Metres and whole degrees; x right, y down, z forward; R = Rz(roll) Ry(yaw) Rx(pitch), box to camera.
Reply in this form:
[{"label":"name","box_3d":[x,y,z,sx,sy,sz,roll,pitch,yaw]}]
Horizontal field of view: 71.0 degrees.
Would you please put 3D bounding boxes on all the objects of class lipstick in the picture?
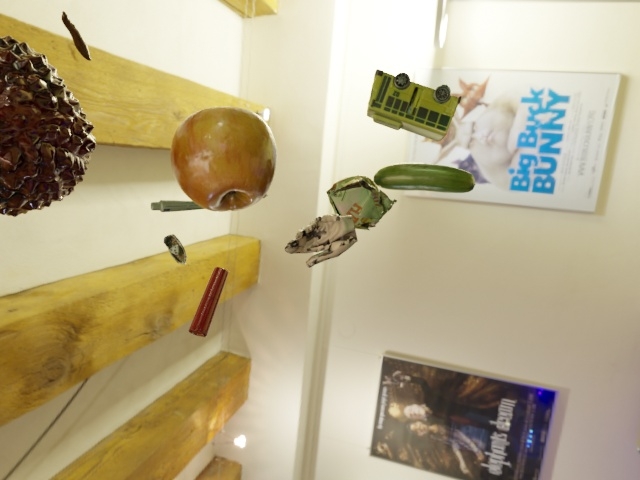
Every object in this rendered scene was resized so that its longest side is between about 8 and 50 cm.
[{"label":"lipstick","box_3d":[-0.434,0.239,1.754,0.073,0.073,0.280,75,-154,-55]}]

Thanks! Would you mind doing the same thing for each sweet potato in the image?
[{"label":"sweet potato","box_3d":[-0.535,-0.446,0.980,0.115,0.026,0.026,78,-155,-54]}]

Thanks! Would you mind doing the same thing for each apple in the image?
[{"label":"apple","box_3d":[-0.242,-0.203,1.156,0.286,0.286,0.233,36,-138,-72]}]

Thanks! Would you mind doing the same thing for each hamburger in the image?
[{"label":"hamburger","box_3d":[0.156,-0.137,1.622,0.214,0.235,0.125,56,-156,-32]}]

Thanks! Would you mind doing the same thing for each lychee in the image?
[{"label":"lychee","box_3d":[-0.762,-0.262,1.034,0.424,0.500,0.425,-23,-62,-53]}]

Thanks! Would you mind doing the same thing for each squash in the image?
[{"label":"squash","box_3d":[0.297,-0.182,1.297,0.082,0.292,0.082,5,-90,-73]}]

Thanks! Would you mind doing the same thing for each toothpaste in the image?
[{"label":"toothpaste","box_3d":[-0.523,-0.140,1.795,0.296,0.074,0.048,-5,-77,-35]}]

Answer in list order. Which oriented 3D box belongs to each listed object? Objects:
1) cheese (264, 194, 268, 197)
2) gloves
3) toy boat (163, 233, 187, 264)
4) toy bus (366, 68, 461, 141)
[{"label":"cheese","box_3d":[-0.263,-0.189,1.813,0.067,0.120,0.026,26,-108,-57]},{"label":"gloves","box_3d":[0.000,-0.005,1.319,0.111,0.212,0.128,-90,-14,-66]},{"label":"toy boat","box_3d":[-0.336,0.023,1.047,0.083,0.038,0.038,56,-165,7]},{"label":"toy bus","box_3d":[0.178,-0.268,0.896,0.088,0.175,0.101,-41,-30,-84]}]
